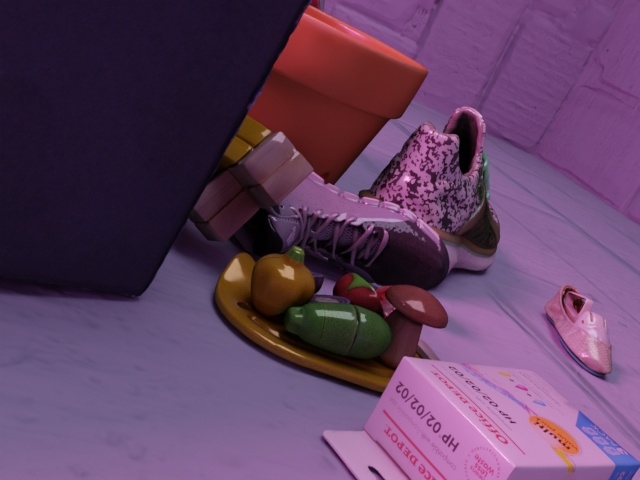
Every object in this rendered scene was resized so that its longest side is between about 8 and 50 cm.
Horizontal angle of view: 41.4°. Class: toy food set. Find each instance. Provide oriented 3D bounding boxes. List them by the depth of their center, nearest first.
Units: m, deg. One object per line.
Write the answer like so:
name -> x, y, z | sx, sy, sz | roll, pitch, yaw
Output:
toy food set -> 0.032, 0.051, 0.642 | 0.217, 0.071, 0.128 | 21, 17, -21

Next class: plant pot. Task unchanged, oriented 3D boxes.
plant pot -> -0.058, -0.162, 0.929 | 0.290, 0.203, 0.291 | 26, 16, -8

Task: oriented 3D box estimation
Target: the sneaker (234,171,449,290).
sneaker -> 0.000, 0.000, 0.768 | 0.228, 0.086, 0.132 | 27, 27, 9

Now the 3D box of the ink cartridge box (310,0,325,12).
ink cartridge box -> -0.191, -0.396, 1.048 | 0.384, 0.279, 0.160 | 1, 59, 5

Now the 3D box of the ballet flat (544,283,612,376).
ballet flat -> 0.296, 0.094, 0.968 | 0.057, 0.052, 0.168 | 24, 16, -11

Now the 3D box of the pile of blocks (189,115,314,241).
pile of blocks -> -0.172, -0.111, 0.721 | 0.362, 0.112, 0.149 | 32, -22, 35

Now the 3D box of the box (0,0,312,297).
box -> -0.330, -0.236, 0.492 | 0.480, 0.297, 0.471 | 15, 19, -50

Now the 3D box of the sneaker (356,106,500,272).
sneaker -> 0.165, -0.066, 1.025 | 0.158, 0.182, 0.410 | 31, 16, 14

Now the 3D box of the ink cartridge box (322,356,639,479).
ink cartridge box -> 0.103, 0.129, 0.527 | 0.181, 0.062, 0.104 | 12, 21, -42
